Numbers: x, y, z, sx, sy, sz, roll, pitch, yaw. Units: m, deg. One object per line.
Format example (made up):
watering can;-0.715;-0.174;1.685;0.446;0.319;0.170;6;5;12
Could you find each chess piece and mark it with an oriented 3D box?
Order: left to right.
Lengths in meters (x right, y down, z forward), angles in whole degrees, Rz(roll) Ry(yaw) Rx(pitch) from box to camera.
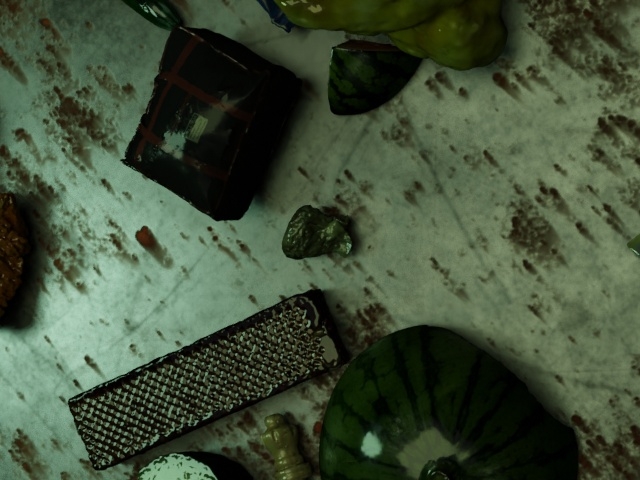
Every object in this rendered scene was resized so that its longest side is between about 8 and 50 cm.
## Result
chess piece;-0.033;0.305;1.795;0.060;0.060;0.172;-23;80;17

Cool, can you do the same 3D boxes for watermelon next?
watermelon;0.064;-0.223;1.769;0.135;0.125;0.094;-17;50;-10
watermelon;0.129;0.269;1.678;0.331;0.189;0.330;-2;83;20

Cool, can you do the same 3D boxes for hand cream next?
hand cream;0.409;0.034;1.665;0.035;0.022;0.102;-42;73;22

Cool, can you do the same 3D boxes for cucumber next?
cucumber;-0.243;-0.327;1.880;0.168;0.039;0.039;35;100;17
cucumber;-0.155;0.369;1.800;0.191;0.130;0.191;-2;84;18

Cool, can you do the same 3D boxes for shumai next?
shumai;0.000;0.000;1.778;0.080;0.082;0.083;28;122;16

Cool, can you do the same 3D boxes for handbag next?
handbag;-0.144;-0.153;1.782;0.169;0.155;0.215;29;101;24

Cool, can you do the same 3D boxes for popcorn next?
popcorn;0.116;-0.386;1.634;0.292;0.293;0.334;25;110;14

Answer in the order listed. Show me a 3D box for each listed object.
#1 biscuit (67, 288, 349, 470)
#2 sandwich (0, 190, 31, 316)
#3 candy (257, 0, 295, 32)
biscuit;-0.146;0.183;1.825;0.388;0.073;0.107;-25;83;17
sandwich;-0.469;0.031;1.923;0.160;0.109;0.184;-26;97;-14
candy;-0.111;-0.426;1.811;0.331;0.077;0.187;38;93;6
